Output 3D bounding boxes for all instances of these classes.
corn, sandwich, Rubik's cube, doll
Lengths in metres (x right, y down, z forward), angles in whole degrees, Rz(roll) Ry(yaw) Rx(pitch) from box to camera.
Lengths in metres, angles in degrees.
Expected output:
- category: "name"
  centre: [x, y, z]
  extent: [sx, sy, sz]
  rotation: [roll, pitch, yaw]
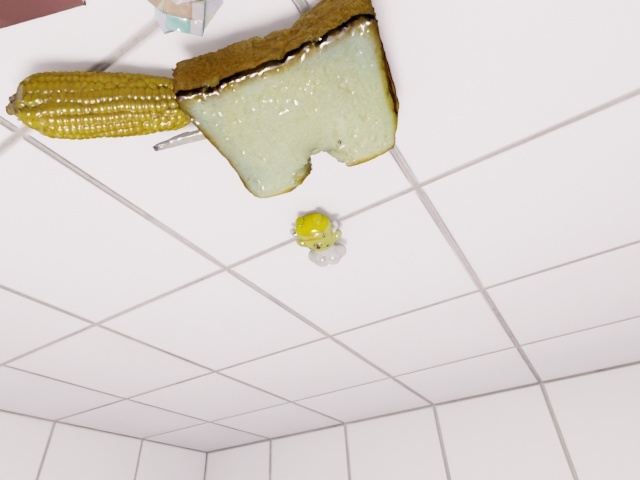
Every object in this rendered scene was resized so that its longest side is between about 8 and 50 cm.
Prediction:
- category: "corn"
  centre: [-0.307, -0.196, 0.609]
  extent: [0.261, 0.097, 0.097]
  rotation: [-5, 143, -9]
- category: "sandwich"
  centre: [-0.026, -0.188, 0.612]
  extent: [0.273, 0.095, 0.249]
  rotation: [-21, 142, 7]
- category: "Rubik's cube"
  centre: [-0.164, -0.292, 0.510]
  extent: [0.084, 0.073, 0.075]
  rotation: [-3, 144, 2]
- category: "doll"
  centre: [0.000, 0.000, 0.918]
  extent: [0.106, 0.062, 0.162]
  rotation: [-10, 144, 16]

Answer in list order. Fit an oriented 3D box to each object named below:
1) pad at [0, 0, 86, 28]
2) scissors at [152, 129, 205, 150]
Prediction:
- category: "pad"
  centre: [-0.465, -0.333, 0.486]
  extent: [0.299, 0.005, 0.202]
  rotation: [-10, 143, 8]
- category: "scissors"
  centre: [-0.161, -0.177, 0.672]
  extent: [0.212, 0.021, 0.110]
  rotation: [-16, 146, -5]
